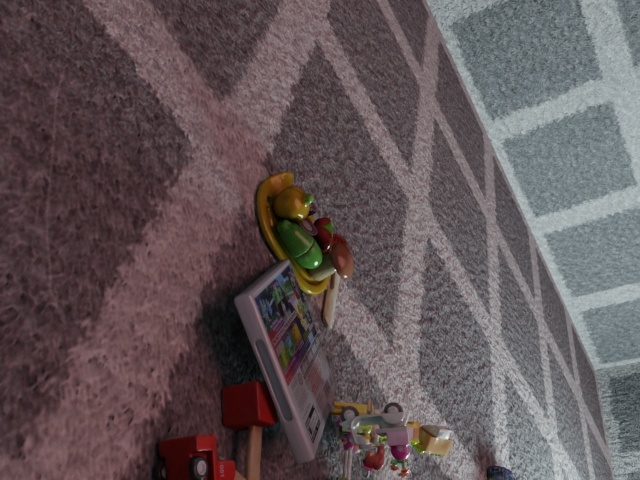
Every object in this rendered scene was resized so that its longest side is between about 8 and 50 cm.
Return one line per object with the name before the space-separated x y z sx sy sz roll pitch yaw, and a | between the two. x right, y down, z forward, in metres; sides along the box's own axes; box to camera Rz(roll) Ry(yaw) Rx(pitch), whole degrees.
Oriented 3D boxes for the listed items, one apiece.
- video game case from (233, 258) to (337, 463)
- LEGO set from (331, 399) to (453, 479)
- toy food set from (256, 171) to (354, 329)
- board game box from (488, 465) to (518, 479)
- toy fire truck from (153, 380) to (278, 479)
video game case | -0.033 0.125 0.734 0.201 0.023 0.183 -44 114 -78
LEGO set | 0.079 0.275 0.813 0.287 0.132 0.107 45 46 -59
toy food set | 0.000 0.000 0.874 0.218 0.071 0.128 57 30 -28
board game box | 0.402 0.590 1.297 0.194 0.060 0.194 54 31 -32
toy fire truck | -0.089 0.226 0.589 0.135 0.047 0.192 27 52 -57
